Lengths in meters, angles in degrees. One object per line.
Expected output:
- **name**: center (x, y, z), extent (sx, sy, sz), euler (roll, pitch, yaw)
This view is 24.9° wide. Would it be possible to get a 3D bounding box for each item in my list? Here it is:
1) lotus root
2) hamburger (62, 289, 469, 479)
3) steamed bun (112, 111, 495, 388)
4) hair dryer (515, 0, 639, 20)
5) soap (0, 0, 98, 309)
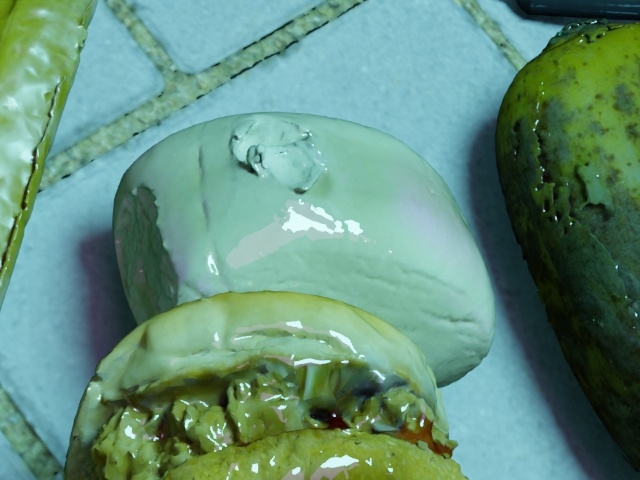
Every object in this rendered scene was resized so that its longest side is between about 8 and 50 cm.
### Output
- **lotus root**: center (0.250, 0.025, 1.006), extent (0.196, 0.179, 0.397), euler (-20, 70, -12)
- **hamburger**: center (-0.029, 0.150, 0.801), extent (0.244, 0.244, 0.163), euler (-4, 50, -24)
- **steamed bun**: center (0.000, 0.000, 0.896), extent (0.239, 0.152, 0.170), euler (3, 40, -22)
- **hair dryer**: center (0.247, -0.199, 1.152), extent (0.219, 0.124, 0.071), euler (2, 62, -4)
- **soap**: center (-0.306, -0.048, 0.813), extent (0.293, 0.156, 0.335), euler (17, 61, -12)
